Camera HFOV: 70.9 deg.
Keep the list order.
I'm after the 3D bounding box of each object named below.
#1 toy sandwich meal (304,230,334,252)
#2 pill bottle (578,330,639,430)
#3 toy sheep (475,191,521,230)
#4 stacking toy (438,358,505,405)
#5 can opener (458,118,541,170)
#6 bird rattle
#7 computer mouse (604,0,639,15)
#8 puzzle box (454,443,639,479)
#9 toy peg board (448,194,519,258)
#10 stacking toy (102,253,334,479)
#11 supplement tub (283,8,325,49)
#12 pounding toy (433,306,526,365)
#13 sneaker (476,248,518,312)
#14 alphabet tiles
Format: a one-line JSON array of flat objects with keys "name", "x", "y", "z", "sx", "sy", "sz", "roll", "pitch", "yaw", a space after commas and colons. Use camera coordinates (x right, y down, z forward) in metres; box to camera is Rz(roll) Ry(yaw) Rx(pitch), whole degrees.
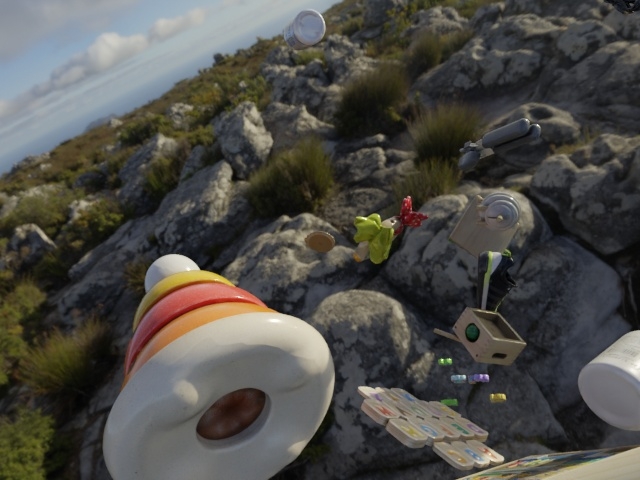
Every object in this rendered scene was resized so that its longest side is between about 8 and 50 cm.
[{"name": "toy sandwich meal", "x": 0.000, "y": 0.000, "z": 1.232, "sx": 0.085, "sy": 0.086, "sz": 0.029, "roll": -13, "pitch": 38, "yaw": 24}, {"name": "pill bottle", "x": 0.615, "y": 0.247, "z": 0.857, "sx": 0.229, "sy": 0.131, "sz": 0.131, "roll": -20, "pitch": 22, "yaw": -28}, {"name": "toy sheep", "x": 0.371, "y": -0.059, "z": 0.935, "sx": 0.091, "sy": 0.091, "sz": 0.132, "roll": -11, "pitch": 19, "yaw": 28}, {"name": "stacking toy", "x": 0.533, "y": 0.496, "z": 1.611, "sx": 0.221, "sy": 0.052, "sz": 0.167, "roll": -13, "pitch": 53, "yaw": 23}, {"name": "can opener", "x": 0.499, "y": -0.260, "z": 1.293, "sx": 0.283, "sy": 0.075, "sz": 0.095, "roll": 171, "pitch": 119, "yaw": -73}, {"name": "bird rattle", "x": 0.189, "y": -0.027, "z": 1.357, "sx": 0.253, "sy": 0.143, "sz": 0.207, "roll": -35, "pitch": -14, "yaw": -41}, {"name": "computer mouse", "x": 0.702, "y": -0.561, "z": 0.933, "sx": 0.193, "sy": 0.042, "sz": 0.106, "roll": -37, "pitch": 40, "yaw": 27}, {"name": "puzzle box", "x": 0.405, "y": 0.467, "z": 0.869, "sx": 0.271, "sy": 0.409, "sz": 0.052, "roll": -10, "pitch": 63, "yaw": -13}, {"name": "toy peg board", "x": 0.487, "y": -0.023, "z": 1.376, "sx": 0.161, "sy": 0.160, "sz": 0.079, "roll": -55, "pitch": 1, "yaw": -10}, {"name": "stacking toy", "x": -0.227, "y": 0.176, "z": 0.820, "sx": 0.350, "sy": 0.351, "sz": 0.480, "roll": -33, "pitch": 38, "yaw": -13}, {"name": "supplement tub", "x": -0.037, "y": -0.459, "z": 0.986, "sx": 0.071, "sy": 0.071, "sz": 0.107, "roll": -31, "pitch": 21, "yaw": -9}, {"name": "pounding toy", "x": 0.373, "y": 0.229, "z": 1.067, "sx": 0.141, "sy": 0.100, "sz": 0.130, "roll": 12, "pitch": 28, "yaw": -25}, {"name": "sneaker", "x": 0.452, "y": 0.131, "z": 1.150, "sx": 0.097, "sy": 0.235, "sz": 0.084, "roll": 1, "pitch": 30, "yaw": 17}, {"name": "alphabet tiles", "x": 0.220, "y": 0.371, "z": 0.928, "sx": 0.278, "sy": 0.284, "sz": 0.021, "roll": 24, "pitch": 94, "yaw": 50}]
